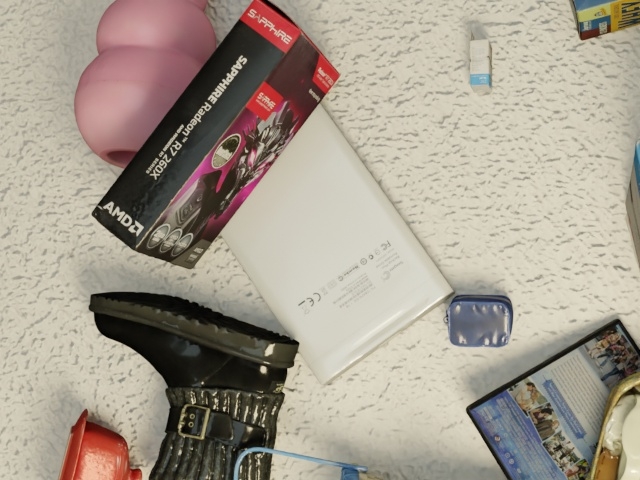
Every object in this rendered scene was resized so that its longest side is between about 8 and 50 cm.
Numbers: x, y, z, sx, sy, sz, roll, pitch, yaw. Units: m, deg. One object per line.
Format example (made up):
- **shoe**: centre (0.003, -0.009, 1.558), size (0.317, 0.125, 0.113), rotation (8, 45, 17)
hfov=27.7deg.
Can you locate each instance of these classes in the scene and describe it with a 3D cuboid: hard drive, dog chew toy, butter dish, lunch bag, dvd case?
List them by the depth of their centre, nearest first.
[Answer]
- **dvd case**: centre (0.347, 0.240, 1.745), size (0.253, 0.022, 0.180), rotation (-29, 75, -11)
- **lunch bag**: centre (0.220, 0.111, 1.812), size (0.098, 0.065, 0.067), rotation (2, 99, 13)
- **butter dish**: centre (-0.317, 0.336, 1.883), size (0.118, 0.160, 0.160), rotation (15, 86, -9)
- **hard drive**: centre (0.000, 0.000, 1.888), size (0.233, 0.047, 0.353), rotation (-36, 76, 6)
- **dog chew toy**: centre (-0.245, -0.273, 1.911), size (0.207, 0.206, 0.332), rotation (4, 76, 14)

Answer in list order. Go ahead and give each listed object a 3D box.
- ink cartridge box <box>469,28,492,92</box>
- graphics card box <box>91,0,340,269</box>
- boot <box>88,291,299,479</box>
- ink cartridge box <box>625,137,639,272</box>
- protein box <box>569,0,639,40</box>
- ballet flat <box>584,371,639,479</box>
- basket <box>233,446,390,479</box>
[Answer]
- **ink cartridge box**: centre (0.231, -0.259, 1.866), size (0.028, 0.048, 0.083), rotation (-1, 83, 13)
- **graphics card box**: centre (-0.136, -0.138, 1.795), size (0.094, 0.233, 0.371), rotation (39, 92, 15)
- **boot**: centre (-0.208, 0.226, 1.865), size (0.348, 0.131, 0.260), rotation (17, 96, 25)
- **ink cartridge box**: centre (0.486, 0.033, 1.590), size (0.166, 0.395, 0.285), rotation (-12, 80, 9)
- **protein box**: centre (0.428, -0.413, 1.795), size (0.200, 0.136, 0.201), rotation (-15, 79, 11)
- **ballet flat**: centre (0.384, 0.328, 1.644), size (0.123, 0.123, 0.348), rotation (12, 71, 15)
- **basket**: centre (0.018, 0.414, 1.747), size (0.289, 0.201, 0.254), rotation (4, 84, 4)
